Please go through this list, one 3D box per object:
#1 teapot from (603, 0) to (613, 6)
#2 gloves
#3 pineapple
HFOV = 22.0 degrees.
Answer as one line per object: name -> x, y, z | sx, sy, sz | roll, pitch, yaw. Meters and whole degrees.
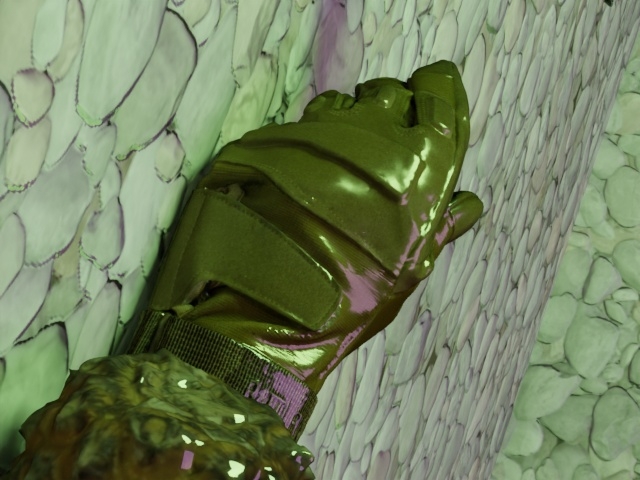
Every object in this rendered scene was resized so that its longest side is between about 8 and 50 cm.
teapot -> 0.121, -0.213, 1.131 | 0.107, 0.200, 0.077 | 23, 84, -72
gloves -> -0.001, -0.006, 1.030 | 0.331, 0.154, 0.141 | -57, 160, -26
pineapple -> -0.124, 0.240, 0.870 | 0.361, 0.175, 0.175 | -67, 166, 14
